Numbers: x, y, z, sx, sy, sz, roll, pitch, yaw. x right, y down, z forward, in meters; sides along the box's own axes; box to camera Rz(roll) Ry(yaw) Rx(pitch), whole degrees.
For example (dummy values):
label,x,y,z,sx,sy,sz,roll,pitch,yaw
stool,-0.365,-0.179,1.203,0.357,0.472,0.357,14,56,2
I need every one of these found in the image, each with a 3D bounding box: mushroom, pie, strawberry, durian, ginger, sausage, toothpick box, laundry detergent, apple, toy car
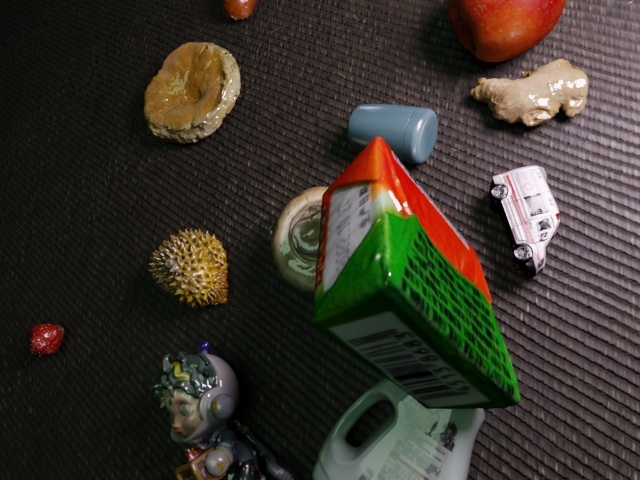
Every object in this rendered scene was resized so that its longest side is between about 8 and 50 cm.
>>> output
label,x,y,z,sx,sy,sz,roll,pitch,yaw
mushroom,0.000,0.000,0.955,0.254,0.184,0.255,-1,88,16
pie,-0.384,-0.436,1.291,0.339,0.083,0.340,-8,72,24
strawberry,-0.811,0.292,1.295,0.106,0.106,0.106,-6,74,23
durian,-0.348,0.059,1.125,0.249,0.138,0.183,27,97,33
ginger,0.421,-0.295,0.899,0.213,0.074,0.138,-3,66,19
sausage,-0.201,-0.815,1.302,0.102,0.102,0.330,24,88,27
toothpick box,0.157,-0.245,0.980,0.184,0.120,0.120,20,86,31
laundry detergent,0.177,0.346,0.815,0.264,0.124,0.398,29,89,25
apple,0.377,-0.487,0.889,0.201,0.218,0.218,-32,66,12
toy car,0.399,-0.036,0.834,0.108,0.089,0.210,-16,67,14

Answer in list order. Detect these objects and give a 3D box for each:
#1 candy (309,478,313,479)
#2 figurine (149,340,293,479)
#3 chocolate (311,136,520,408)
label,x,y,z,sx,sy,sz,roll,pitch,yaw
candy,0.057,0.606,0.836,0.088,0.061,0.312,-42,64,11
figurine,-0.245,0.415,0.958,0.261,0.186,0.382,-35,71,24
chocolate,0.150,0.067,0.730,0.161,0.360,0.341,-31,33,28
